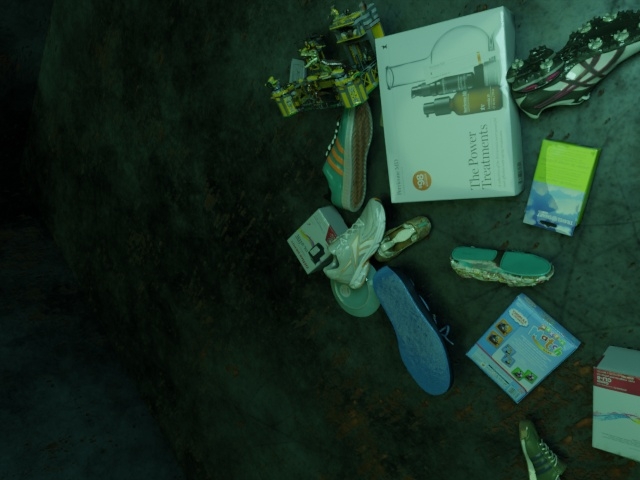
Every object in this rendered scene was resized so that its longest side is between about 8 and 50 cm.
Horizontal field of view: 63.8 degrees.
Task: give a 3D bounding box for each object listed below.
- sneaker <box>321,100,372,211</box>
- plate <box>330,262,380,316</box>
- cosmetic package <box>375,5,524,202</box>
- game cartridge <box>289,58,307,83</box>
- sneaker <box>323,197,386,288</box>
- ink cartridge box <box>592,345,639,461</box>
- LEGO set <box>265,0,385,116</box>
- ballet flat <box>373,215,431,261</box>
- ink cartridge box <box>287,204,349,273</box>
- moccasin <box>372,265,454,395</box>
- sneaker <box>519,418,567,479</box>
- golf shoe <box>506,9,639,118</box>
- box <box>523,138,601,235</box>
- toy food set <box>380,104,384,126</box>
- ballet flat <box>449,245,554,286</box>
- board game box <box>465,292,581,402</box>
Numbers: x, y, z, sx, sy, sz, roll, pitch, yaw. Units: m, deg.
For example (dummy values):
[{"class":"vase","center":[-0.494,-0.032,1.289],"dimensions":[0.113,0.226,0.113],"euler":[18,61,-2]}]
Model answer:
[{"class":"sneaker","center":[0.057,-0.230,1.364],"dimensions":[0.121,0.108,0.302],"euler":[19,115,32]},{"class":"plate","center":[0.096,0.135,1.488],"dimensions":[0.188,0.024,0.188],"euler":[13,111,38]},{"class":"cosmetic package","center":[0.283,-0.279,1.136],"dimensions":[0.284,0.097,0.377],"euler":[-1,101,35]},{"class":"game cartridge","center":[-0.063,-0.473,1.467],"dimensions":[0.056,0.017,0.083],"euler":[27,119,38]},{"class":"sneaker","center":[0.086,0.005,1.361],"dimensions":[0.099,0.121,0.262],"euler":[-107,34,-68]},{"class":"ink cartridge box","center":[0.616,0.320,1.006],"dimensions":[0.127,0.128,0.176],"euler":[5,104,41]},{"class":"LEGO set","center":[0.009,-0.444,1.245],"dimensions":[0.331,0.255,0.192],"euler":[14,139,50]},{"class":"ballet flat","center":[0.194,-0.001,1.333],"dimensions":[0.206,0.067,0.073],"euler":[-41,75,41]},{"class":"ink cartridge box","center":[0.000,0.000,1.502],"dimensions":[0.175,0.072,0.127],"euler":[-43,74,39]},{"class":"moccasin","center":[0.257,0.214,1.311],"dimensions":[0.138,0.117,0.342],"euler":[-26,79,30]},{"class":"sneaker","center":[0.524,0.506,1.190],"dimensions":[0.086,0.064,0.192],"euler":[-10,95,35]},{"class":"golf shoe","center":[0.497,-0.332,0.966],"dimensions":[0.273,0.105,0.120],"euler":[-19,132,28]},{"class":"box","center":[0.492,-0.110,1.054],"dimensions":[0.109,0.042,0.178],"euler":[22,116,37]},{"class":"toy food set","center":[0.219,-0.327,1.240],"dimensions":[0.192,0.038,0.132],"euler":[15,111,38]},{"class":"ballet flat","center":[0.410,0.064,1.166],"dimensions":[0.241,0.091,0.077],"euler":[13,141,43]},{"class":"board game box","center":[0.460,0.250,1.186],"dimensions":[0.160,0.039,0.211],"euler":[45,128,23]}]
